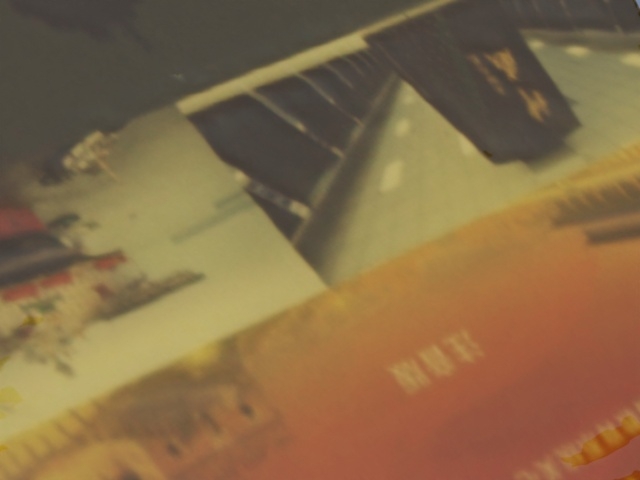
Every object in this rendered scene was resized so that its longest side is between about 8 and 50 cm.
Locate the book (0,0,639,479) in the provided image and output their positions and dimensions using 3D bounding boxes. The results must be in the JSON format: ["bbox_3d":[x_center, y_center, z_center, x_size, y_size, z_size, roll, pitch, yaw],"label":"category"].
[{"bbox_3d":[0.000,0.000,0.461,0.262,0.374,0.028,-24,-24,-34],"label":"book"}]
